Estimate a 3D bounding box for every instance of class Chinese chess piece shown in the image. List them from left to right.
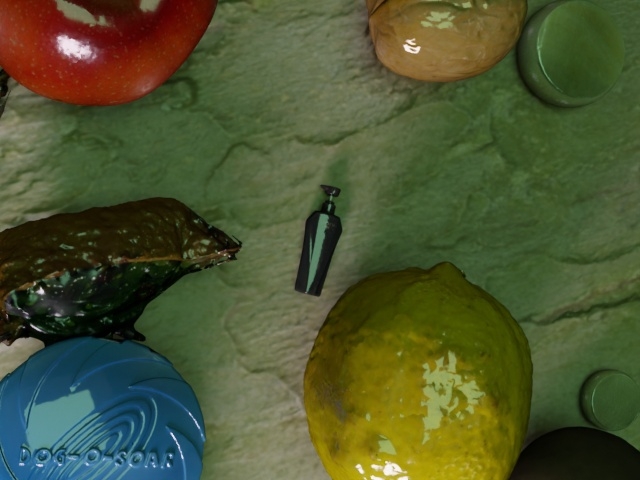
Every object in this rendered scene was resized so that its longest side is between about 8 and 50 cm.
[{"bbox_3d":[0.333,-0.249,1.237,0.144,0.058,0.144,0,88,-16],"label":"Chinese chess piece"},{"bbox_3d":[0.397,0.218,1.271,0.084,0.034,0.084,0,90,-14],"label":"Chinese chess piece"}]

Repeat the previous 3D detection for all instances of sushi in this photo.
[{"bbox_3d":[-0.240,0.044,1.028,0.287,0.149,0.140,-11,59,-31],"label":"sushi"}]

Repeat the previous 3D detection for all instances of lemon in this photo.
[{"bbox_3d":[0.109,0.182,1.072,0.268,0.268,0.322,16,85,-16],"label":"lemon"}]

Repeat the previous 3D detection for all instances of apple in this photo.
[{"bbox_3d":[-0.237,-0.272,0.988,0.260,0.216,0.261,-1,93,-19],"label":"apple"}]

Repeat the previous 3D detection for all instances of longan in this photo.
[{"bbox_3d":[0.316,0.350,1.156,0.248,0.248,0.248,0,90,-16],"label":"longan"}]

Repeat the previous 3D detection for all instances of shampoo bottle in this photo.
[{"bbox_3d":[0.000,0.000,1.155,0.048,0.027,0.137,16,86,-18],"label":"shampoo bottle"}]

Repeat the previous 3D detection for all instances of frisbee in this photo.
[{"bbox_3d":[-0.231,0.219,0.950,0.242,0.045,0.242,0,90,-22],"label":"frisbee"}]

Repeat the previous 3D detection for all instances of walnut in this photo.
[{"bbox_3d":[0.153,-0.276,1.132,0.197,0.165,0.165,-11,94,-24],"label":"walnut"}]

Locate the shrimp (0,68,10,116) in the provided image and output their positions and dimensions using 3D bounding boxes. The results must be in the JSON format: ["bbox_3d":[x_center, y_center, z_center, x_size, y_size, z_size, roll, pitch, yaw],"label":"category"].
[{"bbox_3d":[-0.440,-0.138,1.024,0.147,0.035,0.195,33,83,-12],"label":"shrimp"}]
